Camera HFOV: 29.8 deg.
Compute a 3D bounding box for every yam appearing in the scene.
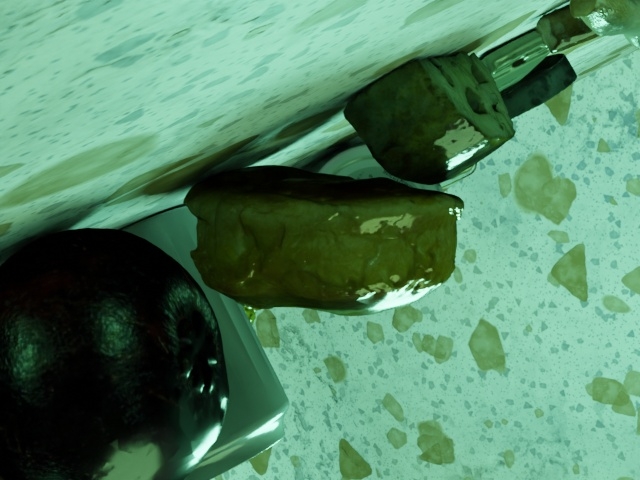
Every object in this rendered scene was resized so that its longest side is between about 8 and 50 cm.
[{"bbox_3d":[0.364,-0.286,1.389,0.241,0.057,0.057,-25,179,15],"label":"yam"}]

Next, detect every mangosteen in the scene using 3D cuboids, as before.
[{"bbox_3d":[-0.242,0.135,1.205,0.300,0.300,0.300,-26,179,-1],"label":"mangosteen"}]

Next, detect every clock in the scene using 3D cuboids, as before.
[{"bbox_3d":[0.294,-0.227,1.875,0.215,0.042,0.215,-27,-169,6],"label":"clock"}]

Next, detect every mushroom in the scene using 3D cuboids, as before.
[{"bbox_3d":[0.343,-0.250,1.339,0.059,0.054,0.202,-17,164,37],"label":"mushroom"}]

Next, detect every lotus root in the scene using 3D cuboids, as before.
[{"bbox_3d":[0.131,-0.139,1.352,0.119,0.138,0.235,-38,169,25],"label":"lotus root"}]

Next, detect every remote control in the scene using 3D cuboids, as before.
[{"bbox_3d":[0.248,-0.237,1.651,0.123,0.038,0.285,-28,177,-5],"label":"remote control"}]

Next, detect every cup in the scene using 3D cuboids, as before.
[{"bbox_3d":[-0.238,0.166,1.560,0.323,0.327,0.237,-25,179,-7],"label":"cup"},{"bbox_3d":[0.077,-0.025,1.901,0.253,0.253,0.371,-26,178,-1],"label":"cup"}]

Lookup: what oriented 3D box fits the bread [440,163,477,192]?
[{"bbox_3d":[0.176,-0.140,2.182,0.224,0.142,0.212,-25,164,-36],"label":"bread"}]

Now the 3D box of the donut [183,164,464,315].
[{"bbox_3d":[0.000,0.000,1.366,0.330,0.160,0.330,6,-177,0],"label":"donut"}]

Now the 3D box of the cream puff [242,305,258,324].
[{"bbox_3d":[-0.174,0.048,1.988,0.244,0.196,0.244,-26,-151,15],"label":"cream puff"}]
